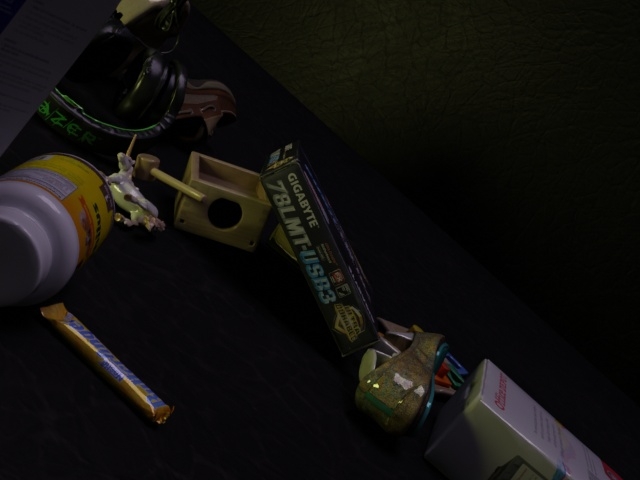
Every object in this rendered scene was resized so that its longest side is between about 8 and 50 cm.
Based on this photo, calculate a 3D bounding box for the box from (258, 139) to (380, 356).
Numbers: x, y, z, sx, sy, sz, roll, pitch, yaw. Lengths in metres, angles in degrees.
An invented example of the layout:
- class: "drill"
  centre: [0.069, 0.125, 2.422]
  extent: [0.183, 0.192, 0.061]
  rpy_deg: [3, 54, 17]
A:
- class: "box"
  centre: [0.000, 0.000, 1.504]
  extent: [0.293, 0.073, 0.296]
  rpy_deg: [-96, 160, -80]

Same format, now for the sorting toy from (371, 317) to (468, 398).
- class: "sorting toy"
  centre: [0.201, 0.209, 1.721]
  extent: [0.347, 0.047, 0.196]
  rpy_deg: [24, 21, -51]

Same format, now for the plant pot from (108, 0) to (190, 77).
- class: "plant pot"
  centre: [-0.410, -0.479, 1.758]
  extent: [0.305, 0.334, 0.334]
  rpy_deg: [53, 14, 4]

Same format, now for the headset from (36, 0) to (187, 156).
- class: "headset"
  centre: [-0.300, -0.292, 1.508]
  extent: [0.243, 0.185, 0.394]
  rpy_deg: [40, 34, -10]

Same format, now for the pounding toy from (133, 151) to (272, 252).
- class: "pounding toy"
  centre: [-0.183, -0.056, 1.423]
  extent: [0.206, 0.094, 0.181]
  rpy_deg: [18, 21, -14]

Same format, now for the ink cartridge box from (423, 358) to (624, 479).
- class: "ink cartridge box"
  centre: [0.314, 0.341, 1.416]
  extent: [0.306, 0.131, 0.226]
  rpy_deg: [40, 13, 5]

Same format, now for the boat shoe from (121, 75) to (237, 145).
- class: "boat shoe"
  centre: [-0.253, -0.233, 1.789]
  extent: [0.324, 0.122, 0.120]
  rpy_deg: [2, 70, -66]

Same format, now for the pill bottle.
- class: "pill bottle"
  centre: [-0.275, -0.010, 0.923]
  extent: [0.117, 0.117, 0.215]
  rpy_deg: [39, 13, -9]

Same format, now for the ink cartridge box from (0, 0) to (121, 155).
- class: "ink cartridge box"
  centre: [-0.304, -0.144, 0.804]
  extent: [0.065, 0.333, 0.165]
  rpy_deg: [50, 14, 23]

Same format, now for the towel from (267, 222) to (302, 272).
- class: "towel"
  centre: [-0.039, 0.004, 1.776]
  extent: [0.102, 0.021, 0.237]
  rpy_deg: [39, 13, -4]

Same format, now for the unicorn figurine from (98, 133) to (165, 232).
- class: "unicorn figurine"
  centre: [-0.265, -0.068, 1.309]
  extent: [0.162, 0.060, 0.111]
  rpy_deg: [60, 17, 11]

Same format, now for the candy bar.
- class: "candy bar"
  centre: [-0.204, 0.118, 0.926]
  extent: [0.161, 0.018, 0.040]
  rpy_deg: [42, 13, 8]

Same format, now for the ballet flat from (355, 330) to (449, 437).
- class: "ballet flat"
  centre: [0.118, 0.189, 1.421]
  extent: [0.123, 0.123, 0.348]
  rpy_deg: [42, 13, 4]
